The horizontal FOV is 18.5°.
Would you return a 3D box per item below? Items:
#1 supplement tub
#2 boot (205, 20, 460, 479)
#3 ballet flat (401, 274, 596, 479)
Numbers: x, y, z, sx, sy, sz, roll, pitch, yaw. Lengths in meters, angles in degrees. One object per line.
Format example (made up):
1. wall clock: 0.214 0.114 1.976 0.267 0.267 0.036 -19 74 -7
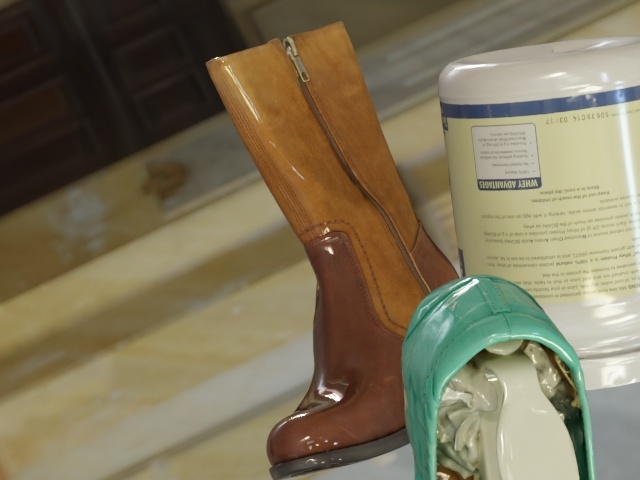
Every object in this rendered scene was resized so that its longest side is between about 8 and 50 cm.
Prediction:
1. supplement tub: 0.250 -0.030 1.957 0.235 0.235 0.325 -127 -150 -80
2. boot: 0.000 0.000 1.320 0.264 0.096 0.280 -31 100 -49
3. ballet flat: 0.077 0.138 0.775 0.087 0.083 0.247 -144 -135 -81
